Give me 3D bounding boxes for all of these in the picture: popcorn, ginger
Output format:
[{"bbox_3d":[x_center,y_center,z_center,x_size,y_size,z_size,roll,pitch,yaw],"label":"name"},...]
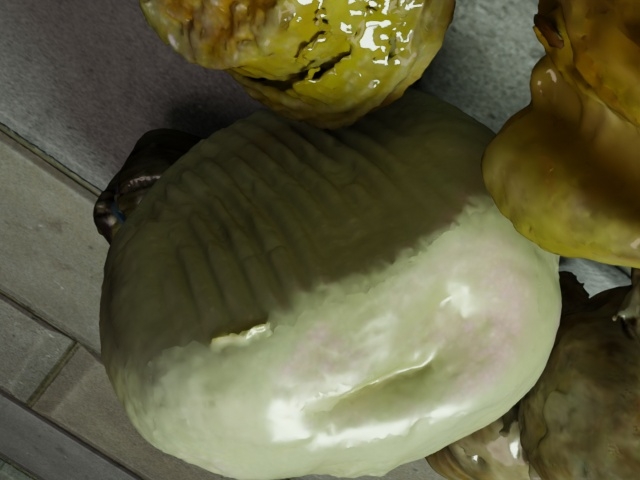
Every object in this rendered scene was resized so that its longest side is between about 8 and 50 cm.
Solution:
[{"bbox_3d":[0.251,-0.116,0.495,0.315,0.281,0.297,-2,151,-28],"label":"popcorn"},{"bbox_3d":[0.207,0.115,0.737,0.176,0.256,0.375,25,153,-21],"label":"ginger"}]

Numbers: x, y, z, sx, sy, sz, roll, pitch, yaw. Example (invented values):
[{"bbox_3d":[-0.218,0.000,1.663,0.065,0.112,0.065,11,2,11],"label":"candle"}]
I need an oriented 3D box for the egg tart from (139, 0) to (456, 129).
[{"bbox_3d":[-0.044,-0.204,0.619,0.294,0.123,0.294,27,135,31],"label":"egg tart"}]

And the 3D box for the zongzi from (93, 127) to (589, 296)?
[{"bbox_3d":[0.000,0.000,0.911,0.393,0.174,0.356,-28,110,30],"label":"zongzi"}]

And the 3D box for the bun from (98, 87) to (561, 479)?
[{"bbox_3d":[0.001,0.040,0.698,0.361,0.361,0.213,2,128,33],"label":"bun"}]

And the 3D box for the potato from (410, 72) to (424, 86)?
[{"bbox_3d":[0.033,-0.194,0.681,0.120,0.081,0.149,20,145,9],"label":"potato"}]
